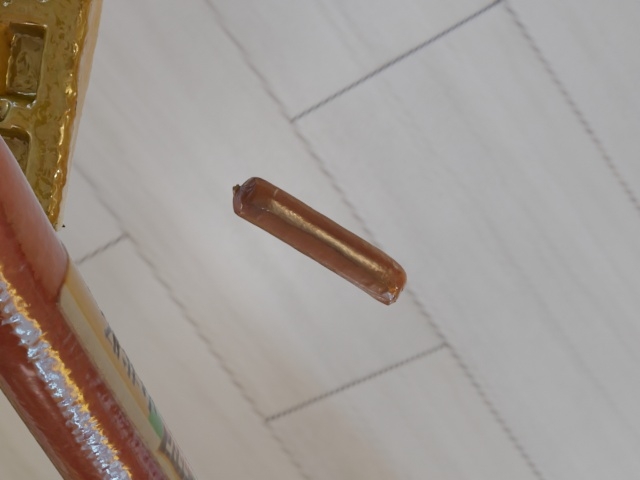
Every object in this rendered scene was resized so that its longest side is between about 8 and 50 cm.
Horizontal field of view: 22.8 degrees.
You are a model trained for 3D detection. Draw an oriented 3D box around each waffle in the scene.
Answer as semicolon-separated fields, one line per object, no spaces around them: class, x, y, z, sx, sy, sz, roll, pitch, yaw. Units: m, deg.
waffle;-0.261;-0.131;1.041;0.248;0.055;0.221;10;90;15

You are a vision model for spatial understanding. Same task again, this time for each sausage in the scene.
sausage;0.000;-0.001;1.116;0.147;0.030;0.035;32;166;-21
sausage;-0.056;0.041;0.386;0.029;0.029;0.223;7;144;22
